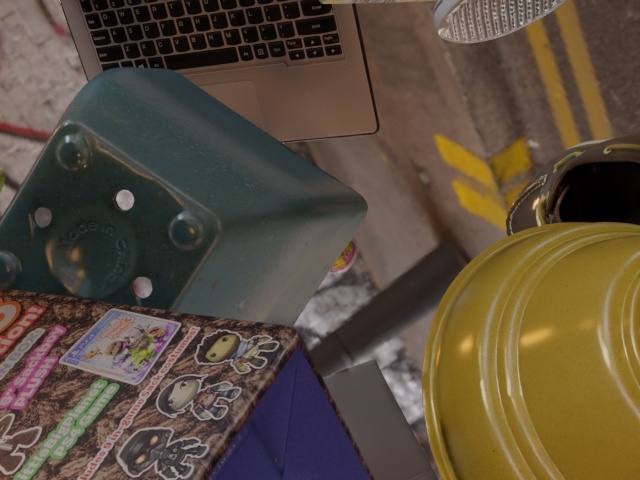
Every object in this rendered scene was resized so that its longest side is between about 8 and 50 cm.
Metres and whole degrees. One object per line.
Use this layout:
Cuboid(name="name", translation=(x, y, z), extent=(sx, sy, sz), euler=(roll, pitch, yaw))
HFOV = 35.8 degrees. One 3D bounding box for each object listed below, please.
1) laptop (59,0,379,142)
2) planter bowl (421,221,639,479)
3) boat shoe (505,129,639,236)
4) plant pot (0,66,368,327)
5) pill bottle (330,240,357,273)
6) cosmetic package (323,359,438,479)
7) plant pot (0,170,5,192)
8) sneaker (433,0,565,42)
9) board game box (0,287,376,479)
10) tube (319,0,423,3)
Cuboid(name="laptop", translation=(-0.174, -0.245, 1.124), extent=(0.236, 0.382, 0.407), euler=(-62, -36, -55))
Cuboid(name="planter bowl", translation=(0.163, 0.065, 0.450), extent=(0.217, 0.217, 0.090), euler=(54, 151, 16))
Cuboid(name="boat shoe", translation=(0.254, -0.038, 0.919), extent=(0.109, 0.091, 0.305), euler=(66, 155, 2))
Cuboid(name="plant pot", translation=(-0.141, 0.003, 0.827), extent=(0.247, 0.247, 0.252), euler=(34, -173, 9))
Cuboid(name="pill bottle", translation=(0.000, 0.000, 1.092), extent=(0.083, 0.043, 0.043), euler=(37, -176, -35))
Cuboid(name="cosmetic package", translation=(0.060, 0.292, 1.315), extent=(0.238, 0.127, 0.107), euler=(62, 142, 21))
Cuboid(name="plant pot", translation=(-0.493, -0.006, 1.003), extent=(0.227, 0.207, 0.228), euler=(29, -152, 12))
Cuboid(name="sneaker", translation=(0.210, -0.325, 0.970), extent=(0.102, 0.282, 0.161), euler=(15, -132, -44))
Cuboid(name="board game box", translation=(-0.117, 0.163, 0.567), extent=(0.291, 0.141, 0.232), euler=(4, 133, 36))
Cuboid(name="tube", translation=(0.116, -0.202, 0.717), extent=(0.062, 0.240, 0.070), euler=(102, 164, -54))
